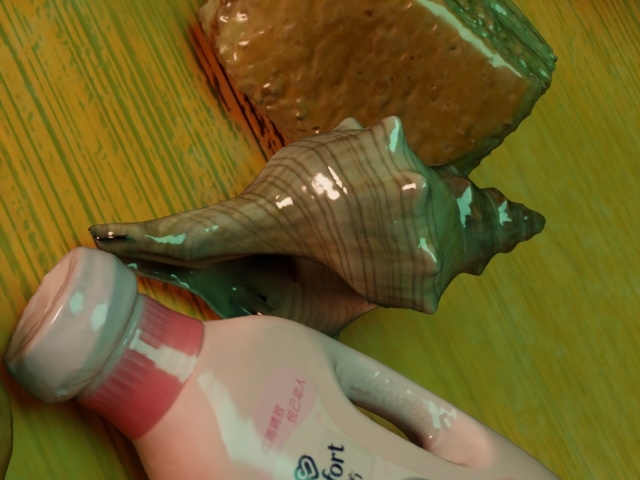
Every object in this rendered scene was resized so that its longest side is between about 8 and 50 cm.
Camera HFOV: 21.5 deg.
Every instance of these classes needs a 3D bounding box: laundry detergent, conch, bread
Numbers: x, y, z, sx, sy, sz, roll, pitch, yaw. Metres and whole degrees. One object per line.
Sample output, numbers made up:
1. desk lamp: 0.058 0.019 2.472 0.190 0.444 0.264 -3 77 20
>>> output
1. laundry detergent: -0.005 0.116 0.882 0.335 0.088 0.159 34 46 -18
2. conch: 0.007 -0.004 0.941 0.114 0.234 0.137 -84 162 -48
3. bread: 0.031 -0.117 0.998 0.196 0.138 0.102 45 22 -8

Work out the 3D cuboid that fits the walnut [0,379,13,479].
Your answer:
1. walnut: -0.219 0.054 0.755 0.167 0.087 0.211 -23 81 -38
